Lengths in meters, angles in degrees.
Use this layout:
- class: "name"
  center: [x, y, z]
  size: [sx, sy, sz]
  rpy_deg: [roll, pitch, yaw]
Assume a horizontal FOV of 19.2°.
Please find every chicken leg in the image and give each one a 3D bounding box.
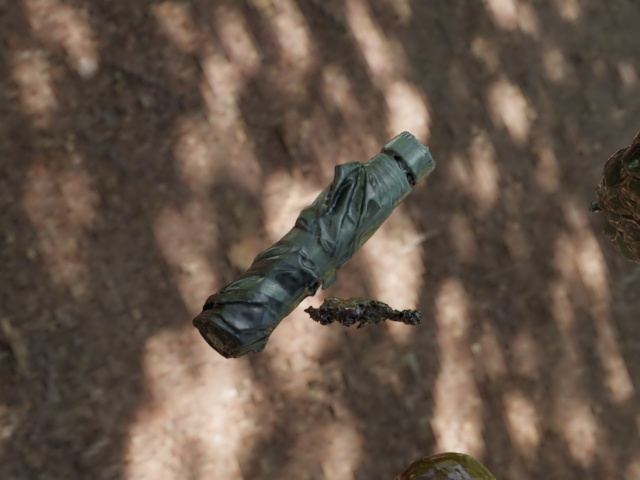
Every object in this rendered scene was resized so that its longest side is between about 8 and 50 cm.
- class: "chicken leg"
  center: [0.026, 0.049, 1.274]
  size: [0.083, 0.036, 0.021]
  rpy_deg: [5, 88, -29]

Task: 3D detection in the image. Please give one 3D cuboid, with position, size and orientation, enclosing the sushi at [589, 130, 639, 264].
- class: "sushi"
  center: [0.154, -0.019, 0.675]
  size: [0.226, 0.103, 0.097]
  rpy_deg: [91, -16, -81]

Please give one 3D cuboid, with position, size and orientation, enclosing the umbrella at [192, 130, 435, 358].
- class: "umbrella"
  center: [0.000, 0.000, 1.153]
  size: [0.188, 0.046, 0.050]
  rpy_deg: [-42, 153, -22]

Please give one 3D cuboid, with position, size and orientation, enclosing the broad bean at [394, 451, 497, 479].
- class: "broad bean"
  center: [0.096, 0.247, 1.491]
  size: [0.114, 0.084, 0.165]
  rpy_deg: [8, 68, -20]
